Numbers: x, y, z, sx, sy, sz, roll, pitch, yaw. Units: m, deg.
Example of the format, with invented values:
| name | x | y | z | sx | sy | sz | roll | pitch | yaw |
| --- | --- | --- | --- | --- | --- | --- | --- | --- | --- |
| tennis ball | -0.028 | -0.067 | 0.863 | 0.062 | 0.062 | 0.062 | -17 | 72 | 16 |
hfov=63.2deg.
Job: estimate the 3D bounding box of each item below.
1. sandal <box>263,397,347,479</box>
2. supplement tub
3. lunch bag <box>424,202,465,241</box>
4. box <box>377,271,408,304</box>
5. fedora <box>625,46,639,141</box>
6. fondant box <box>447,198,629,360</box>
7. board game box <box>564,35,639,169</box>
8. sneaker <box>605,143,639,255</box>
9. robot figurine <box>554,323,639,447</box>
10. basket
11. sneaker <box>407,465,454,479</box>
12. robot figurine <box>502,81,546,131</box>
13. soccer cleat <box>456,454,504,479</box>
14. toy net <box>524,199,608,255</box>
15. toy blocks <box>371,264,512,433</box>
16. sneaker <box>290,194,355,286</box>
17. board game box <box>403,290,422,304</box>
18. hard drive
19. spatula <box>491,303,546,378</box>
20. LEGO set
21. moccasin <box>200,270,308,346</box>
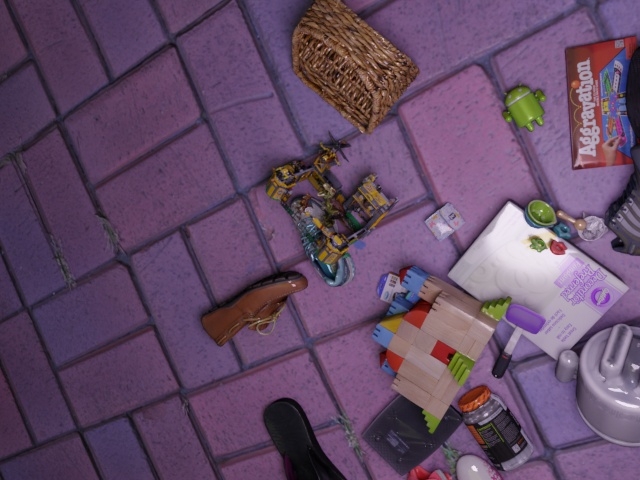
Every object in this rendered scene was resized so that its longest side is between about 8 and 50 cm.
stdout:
| name | x | y | z | sx | sy | sz | roll | pitch | yaw |
| --- | --- | --- | --- | --- | --- | --- | --- | --- | --- |
| sandal | -0.044 | 0.691 | 1.547 | 0.167 | 0.107 | 0.446 | -34 | 86 | 21 |
| supplement tub | 0.445 | 0.478 | 1.337 | 0.117 | 0.117 | 0.190 | -36 | 85 | 21 |
| lunch bag | 0.320 | -0.048 | 1.343 | 0.083 | 0.053 | 0.071 | -37 | 86 | 11 |
| box | 0.225 | 0.142 | 1.417 | 0.136 | 0.028 | 0.081 | 23 | 106 | 18 |
| fedora | 0.734 | -0.304 | 1.076 | 0.152 | 0.334 | 0.334 | -3 | 98 | 50 |
| fondant box | 0.518 | 0.090 | 1.268 | 0.330 | 0.096 | 0.238 | 38 | 108 | 10 |
| board game box | 0.652 | -0.310 | 1.200 | 0.145 | 0.027 | 0.281 | -5 | 96 | 22 |
| sneaker | 0.686 | -0.072 | 1.131 | 0.121 | 0.111 | 0.300 | -3 | 126 | 31 |
| robot figurine | 0.673 | 0.324 | 1.144 | 0.300 | 0.353 | 0.200 | 20 | 61 | 36 |
| basket | 0.061 | -0.435 | 1.295 | 0.299 | 0.213 | 0.223 | 44 | 108 | 9 |
| sneaker | 0.325 | 0.675 | 1.351 | 0.314 | 0.116 | 0.136 | -12 | 80 | 58 |
| robot figurine | 0.485 | -0.315 | 1.237 | 0.101 | 0.067 | 0.115 | -31 | 86 | 23 |
| soccer cleat | 0.456 | 0.727 | 1.353 | 0.116 | 0.143 | 0.331 | -28 | 87 | 21 |
| toy net | 0.573 | -0.027 | 1.186 | 0.232 | 0.045 | 0.122 | 1 | 58 | -14 |
| toy blocks | 0.254 | 0.243 | 1.283 | 0.261 | 0.191 | 0.381 | 30 | 117 | 19 |
| sneaker | 0.000 | 0.000 | 1.427 | 0.110 | 0.122 | 0.283 | -33 | 86 | 20 |
| board game box | 0.293 | 0.230 | 1.371 | 0.210 | 0.047 | 0.160 | 33 | 114 | 4 |
| hard drive | 0.254 | 0.513 | 1.443 | 0.172 | 0.054 | 0.255 | 42 | 109 | 10 |
| spatula | 0.465 | 0.254 | 1.270 | 0.084 | 0.030 | 0.296 | 28 | 138 | 24 |
| LEGO set | 0.037 | -0.123 | 1.324 | 0.331 | 0.255 | 0.192 | 57 | 138 | 16 |
| moccasin | -0.186 | 0.205 | 1.514 | 0.380 | 0.139 | 0.147 | -31 | 87 | 21 |
